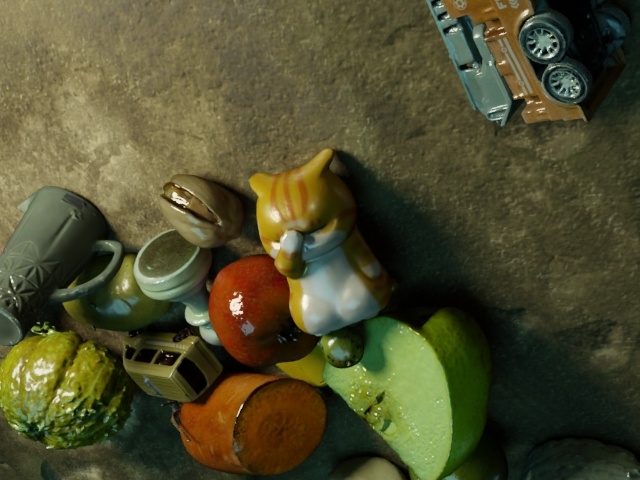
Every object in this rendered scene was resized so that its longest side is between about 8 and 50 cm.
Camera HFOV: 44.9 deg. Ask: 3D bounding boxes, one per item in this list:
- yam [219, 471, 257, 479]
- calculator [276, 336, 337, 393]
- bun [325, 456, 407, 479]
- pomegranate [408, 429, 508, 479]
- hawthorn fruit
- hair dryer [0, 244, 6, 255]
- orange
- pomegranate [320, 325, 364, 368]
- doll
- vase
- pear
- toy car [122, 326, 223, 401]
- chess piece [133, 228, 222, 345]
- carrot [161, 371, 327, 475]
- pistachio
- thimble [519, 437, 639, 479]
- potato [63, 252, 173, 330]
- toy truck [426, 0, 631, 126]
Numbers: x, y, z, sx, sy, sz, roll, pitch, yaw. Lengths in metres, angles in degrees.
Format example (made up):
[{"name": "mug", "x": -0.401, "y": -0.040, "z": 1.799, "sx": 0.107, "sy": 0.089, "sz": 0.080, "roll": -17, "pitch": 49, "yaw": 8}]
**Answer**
[{"name": "yam", "x": -0.182, "y": 0.493, "z": 1.716, "sx": 0.106, "sy": 0.106, "sz": 0.259, "roll": 6, "pitch": 129, "yaw": 23}, {"name": "calculator", "x": -0.030, "y": 0.213, "z": 1.452, "sx": 0.235, "sy": 0.032, "sz": 0.146, "roll": 41, "pitch": 134, "yaw": -11}, {"name": "bun", "x": 0.107, "y": 0.556, "z": 1.593, "sx": 0.229, "sy": 0.145, "sz": 0.229, "roll": 13, "pitch": 134, "yaw": 14}, {"name": "pomegranate", "x": 0.233, "y": 0.410, "z": 1.365, "sx": 0.179, "sy": 0.210, "sz": 0.179, "roll": 6, "pitch": 103, "yaw": 27}, {"name": "hawthorn fruit", "x": -0.106, "y": 0.106, "z": 1.323, "sx": 0.225, "sy": 0.197, "sz": 0.196, "roll": 32, "pitch": 144, "yaw": 45}, {"name": "hair dryer", "x": -0.740, "y": 0.025, "z": 1.613, "sx": 0.352, "sy": 0.125, "sz": 0.210, "roll": 45, "pitch": 133, "yaw": -3}, {"name": "orange", "x": -0.560, "y": 0.337, "z": 1.682, "sx": 0.300, "sy": 0.223, "sz": 0.301, "roll": 20, "pitch": 140, "yaw": -4}, {"name": "pomegranate", "x": 0.037, "y": 0.162, "z": 1.216, "sx": 0.073, "sy": 0.084, "sz": 0.073, "roll": 3, "pitch": 111, "yaw": 9}, {"name": "doll", "x": 0.004, "y": 0.015, "z": 1.173, "sx": 0.167, "sy": 0.162, "sz": 0.269, "roll": -21, "pitch": 114, "yaw": 7}, {"name": "vase", "x": -0.494, "y": 0.049, "z": 1.386, "sx": 0.251, "sy": 0.301, "sz": 0.156, "roll": 12, "pitch": 132, "yaw": 7}, {"name": "pear", "x": 0.165, "y": 0.207, "z": 1.251, "sx": 0.292, "sy": 0.159, "sz": 0.292, "roll": 18, "pitch": 116, "yaw": 42}, {"name": "toy car", "x": -0.314, "y": 0.242, "z": 1.529, "sx": 0.257, "sy": 0.124, "sz": 0.101, "roll": -2, "pitch": 130, "yaw": 45}, {"name": "chess piece", "x": -0.218, "y": 0.113, "z": 1.419, "sx": 0.139, "sy": 0.139, "sz": 0.271, "roll": -1, "pitch": 137, "yaw": 28}, {"name": "carrot", "x": -0.174, "y": 0.358, "z": 1.522, "sx": 0.331, "sy": 0.214, "sz": 0.193, "roll": -2, "pitch": 113, "yaw": 46}, {"name": "pistachio", "x": -0.196, "y": -0.051, "z": 1.276, "sx": 0.149, "sy": 0.113, "sz": 0.113, "roll": 39, "pitch": 136, "yaw": 14}, {"name": "thimble", "x": 0.443, "y": 0.457, "z": 1.315, "sx": 0.205, "sy": 0.172, "sz": 0.250, "roll": 46, "pitch": 134, "yaw": -11}, {"name": "potato", "x": -0.412, "y": 0.121, "z": 1.520, "sx": 0.272, "sy": 0.111, "sz": 0.160, "roll": -7, "pitch": 121, "yaw": 31}, {"name": "toy truck", "x": 0.191, "y": -0.288, "z": 0.857, "sx": 0.184, "sy": 0.133, "sz": 0.338, "roll": -4, "pitch": 128, "yaw": 50}]
